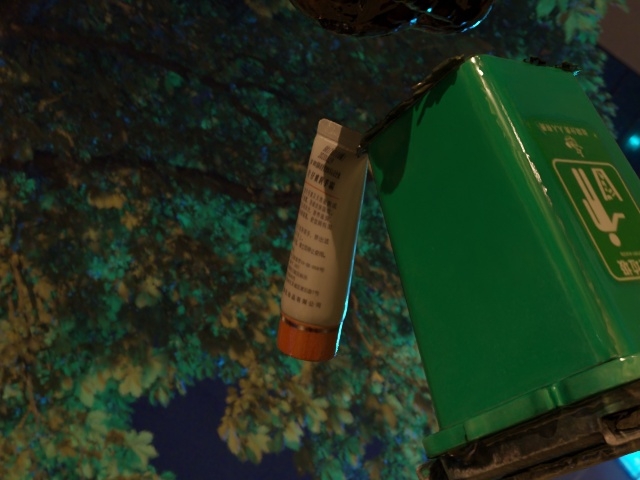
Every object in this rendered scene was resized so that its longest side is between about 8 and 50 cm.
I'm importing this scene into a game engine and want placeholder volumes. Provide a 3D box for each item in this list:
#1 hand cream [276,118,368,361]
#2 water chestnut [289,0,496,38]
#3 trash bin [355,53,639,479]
[{"bbox_3d":[0.000,0.000,1.066,0.089,0.139,0.314,-1,-69,-27],"label":"hand cream"},{"bbox_3d":[0.069,-0.334,0.804,0.289,0.244,0.289,-14,-58,-23],"label":"water chestnut"},{"bbox_3d":[0.202,0.034,0.800,0.259,0.381,0.295,-1,-26,-39],"label":"trash bin"}]
